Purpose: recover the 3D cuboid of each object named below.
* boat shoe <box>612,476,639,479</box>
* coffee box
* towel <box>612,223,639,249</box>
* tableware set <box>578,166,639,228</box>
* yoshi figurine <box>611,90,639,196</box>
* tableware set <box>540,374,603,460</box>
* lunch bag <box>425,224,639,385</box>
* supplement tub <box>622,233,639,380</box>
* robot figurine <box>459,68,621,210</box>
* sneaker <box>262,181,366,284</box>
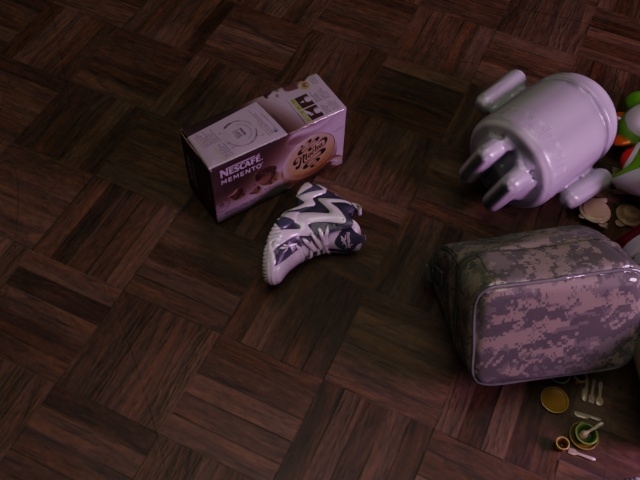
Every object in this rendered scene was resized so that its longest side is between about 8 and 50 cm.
[{"bbox_3d":[0.450,0.489,1.049,0.094,0.109,0.302,-6,46,14],"label":"boat shoe"},{"bbox_3d":[-0.107,-0.179,1.428,0.297,0.168,0.119,-27,61,-20],"label":"coffee box"},{"bbox_3d":[0.685,-0.007,1.330,0.274,0.199,0.031,0,75,-2],"label":"towel"},{"bbox_3d":[0.582,-0.087,1.482,0.141,0.020,0.169,9,54,0],"label":"tableware set"},{"bbox_3d":[0.708,-0.187,1.457,0.202,0.204,0.362,20,43,-13],"label":"yoshi figurine"},{"bbox_3d":[0.417,0.280,1.222,0.103,0.024,0.154,16,57,9],"label":"tableware set"},{"bbox_3d":[0.354,0.084,1.242,0.304,0.213,0.256,-7,30,-6],"label":"lunch bag"},{"bbox_3d":[0.623,0.150,1.192,0.235,0.235,0.325,0,56,-3],"label":"supplement tub"},{"bbox_3d":[0.437,-0.198,1.443,0.353,0.200,0.300,-35,84,-23],"label":"robot figurine"},{"bbox_3d":[0.000,0.000,1.353,0.153,0.094,0.235,15,46,18],"label":"sneaker"}]
